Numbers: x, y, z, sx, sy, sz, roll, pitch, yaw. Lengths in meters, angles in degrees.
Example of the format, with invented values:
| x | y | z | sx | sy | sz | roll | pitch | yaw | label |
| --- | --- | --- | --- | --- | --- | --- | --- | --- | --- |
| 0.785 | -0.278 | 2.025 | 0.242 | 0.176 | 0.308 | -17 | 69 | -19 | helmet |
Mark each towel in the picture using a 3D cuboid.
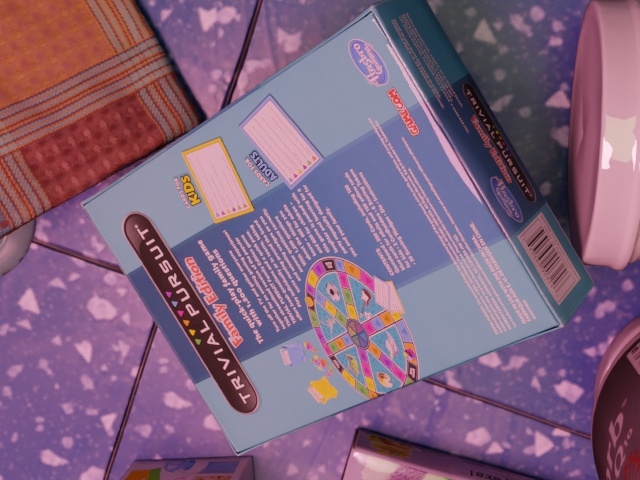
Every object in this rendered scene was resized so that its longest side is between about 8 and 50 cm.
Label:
| x | y | z | sx | sy | sz | roll | pitch | yaw | label |
| --- | --- | --- | --- | --- | --- | --- | --- | --- | --- |
| -0.287 | -0.195 | 0.936 | 0.271 | 0.040 | 0.370 | -34 | 95 | -29 | towel |

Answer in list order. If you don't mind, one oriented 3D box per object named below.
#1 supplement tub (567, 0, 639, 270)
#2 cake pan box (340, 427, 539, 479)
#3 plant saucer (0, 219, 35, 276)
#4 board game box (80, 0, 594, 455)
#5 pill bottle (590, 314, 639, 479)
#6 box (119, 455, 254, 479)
| x | y | z | sx | sy | sz | roll | pitch | yaw | label |
| --- | --- | --- | --- | --- | --- | --- | --- | --- | --- |
| 0.357 | -0.074 | 0.866 | 0.325 | 0.235 | 0.235 | 2 | 98 | 5 | supplement tub |
| 0.109 | 0.323 | 1.034 | 0.246 | 0.070 | 0.266 | 18 | 101 | 5 | cake pan box |
| -0.314 | -0.019 | 1.047 | 0.119 | 0.021 | 0.119 | 1 | 98 | 6 | plant saucer |
| 0.000 | 0.000 | 0.918 | 0.336 | 0.079 | 0.253 | -28 | 95 | 37 | board game box |
| 0.307 | 0.159 | 0.839 | 0.210 | 0.363 | 0.210 | 1 | 98 | 5 | pill bottle |
| -0.123 | 0.260 | 0.976 | 0.114 | 0.203 | 0.103 | -4 | 98 | 6 | box |
